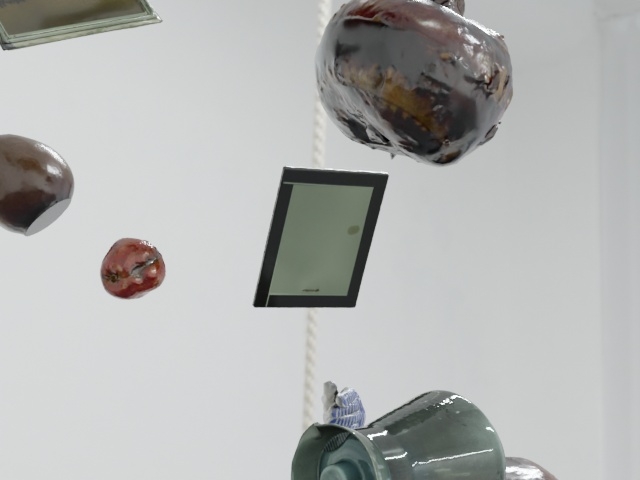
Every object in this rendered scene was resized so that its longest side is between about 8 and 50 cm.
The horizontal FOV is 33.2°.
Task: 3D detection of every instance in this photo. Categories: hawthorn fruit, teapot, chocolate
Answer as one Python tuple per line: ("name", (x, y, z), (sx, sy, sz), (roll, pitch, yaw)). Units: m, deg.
("hawthorn fruit", (-0.258, 0.042, 1.459), (0.093, 0.093, 0.093), (2, -13, 1))
("teapot", (0.095, 0.278, 1.223), (0.225, 0.203, 0.171), (1, -30, -45))
("chocolate", (-0.490, -0.099, 1.756), (0.177, 0.177, 0.177), (2, -13, 1))

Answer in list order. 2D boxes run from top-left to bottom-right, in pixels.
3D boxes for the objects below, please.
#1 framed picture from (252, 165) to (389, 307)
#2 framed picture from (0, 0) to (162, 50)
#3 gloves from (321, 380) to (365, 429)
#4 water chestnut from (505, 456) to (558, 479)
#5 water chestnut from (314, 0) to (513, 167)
("framed picture", (0.000, 0.000, 2.399), (0.265, 0.347, 0.016), (1, 26, -26))
("framed picture", (-0.374, -0.365, 1.523), (0.252, 0.197, 0.014), (-20, -22, -37))
("gloves", (0.043, 0.357, 2.260), (0.097, 0.119, 0.229), (-38, -13, -5))
("water chestnut", (0.326, 0.527, 1.754), (0.302, 0.350, 0.350), (14, -16, -21))
("water chestnut", (0.139, -0.248, 1.470), (0.300, 0.300, 0.300), (2, -13, 1))
